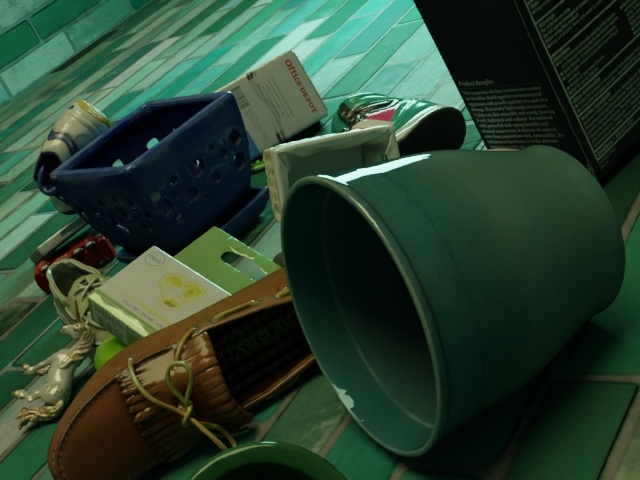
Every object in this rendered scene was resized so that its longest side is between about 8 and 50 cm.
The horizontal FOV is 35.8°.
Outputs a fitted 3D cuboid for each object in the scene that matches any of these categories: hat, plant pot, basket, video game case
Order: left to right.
[{"bbox_3d":[-0.447,-0.024,1.800,0.173,0.022,0.190,-40,9,-19],"label":"video game case"},{"bbox_3d":[-0.238,-0.083,1.562,0.236,0.212,0.236,2,38,46],"label":"plant pot"},{"bbox_3d":[-0.048,0.282,0.898,0.173,0.183,0.208,-41,69,-15],"label":"hat"},{"bbox_3d":[0.013,-0.084,1.304,0.167,0.113,0.103,-13,11,-16],"label":"basket"},{"bbox_3d":[0.138,0.030,0.947,0.255,0.272,0.271,-21,21,-22],"label":"plant pot"}]

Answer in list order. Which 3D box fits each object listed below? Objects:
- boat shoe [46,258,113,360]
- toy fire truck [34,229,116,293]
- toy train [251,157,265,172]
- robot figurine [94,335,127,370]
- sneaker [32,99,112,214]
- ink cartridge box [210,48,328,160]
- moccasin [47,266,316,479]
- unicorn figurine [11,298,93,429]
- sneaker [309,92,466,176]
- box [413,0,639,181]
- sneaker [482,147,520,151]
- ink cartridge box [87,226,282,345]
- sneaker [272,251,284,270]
[{"bbox_3d":[-0.330,0.098,1.442,0.109,0.094,0.302,-39,28,-25],"label":"boat shoe"},{"bbox_3d":[-0.411,0.011,1.747,0.192,0.047,0.135,-28,24,-1],"label":"toy fire truck"},{"bbox_3d":[-0.091,-0.138,1.758,0.083,0.017,0.024,-18,37,19],"label":"toy train"},{"bbox_3d":[-0.251,0.162,1.274,0.101,0.067,0.115,-60,30,-1],"label":"robot figurine"},{"bbox_3d":[-0.446,-0.117,1.698,0.131,0.112,0.296,-56,-3,-34],"label":"sneaker"},{"bbox_3d":[-0.105,-0.238,1.803,0.190,0.140,0.082,-31,6,-12],"label":"ink cartridge box"},{"bbox_3d":[-0.122,0.158,1.096,0.380,0.139,0.147,-26,14,-21],"label":"moccasin"},{"bbox_3d":[-0.360,0.177,1.350,0.111,0.060,0.162,-18,59,22],"label":"unicorn figurine"},{"bbox_3d":[0.050,-0.132,1.475,0.295,0.124,0.178,-28,29,-22],"label":"sneaker"},{"bbox_3d":[0.319,-0.278,1.273,0.296,0.294,0.182,-41,26,-24],"label":"box"},{"bbox_3d":[0.208,-0.086,1.292,0.235,0.090,0.095,-3,25,39],"label":"sneaker"},{"bbox_3d":[-0.154,0.063,1.278,0.171,0.056,0.235,31,52,23],"label":"ink cartridge box"},{"bbox_3d":[0.000,0.000,1.342,0.158,0.065,0.061,-15,28,22],"label":"sneaker"}]
